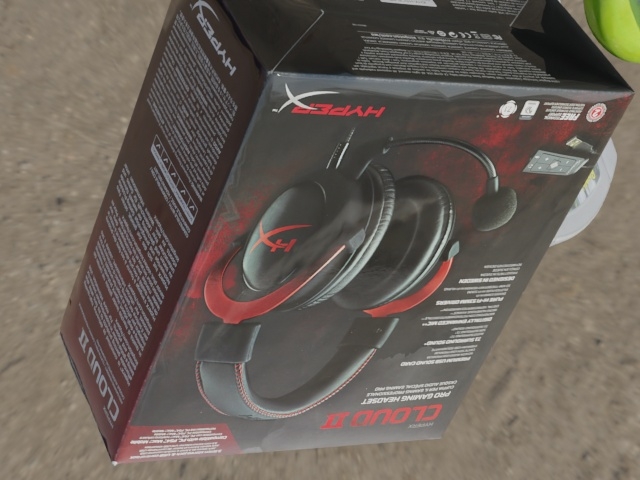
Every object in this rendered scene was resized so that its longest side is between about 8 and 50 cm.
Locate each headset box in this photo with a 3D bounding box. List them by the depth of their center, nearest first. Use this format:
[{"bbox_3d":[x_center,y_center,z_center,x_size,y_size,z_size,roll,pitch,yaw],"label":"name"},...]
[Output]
[{"bbox_3d":[0.000,0.000,0.869,0.218,0.110,0.293,1,132,-31],"label":"headset box"}]

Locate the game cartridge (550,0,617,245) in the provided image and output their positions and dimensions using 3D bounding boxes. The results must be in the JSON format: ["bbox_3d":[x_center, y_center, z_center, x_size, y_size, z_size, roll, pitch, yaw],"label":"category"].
[{"bbox_3d":[0.146,-0.095,1.189,0.060,0.294,0.196,-13,100,26],"label":"game cartridge"}]

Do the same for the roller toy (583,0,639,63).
[{"bbox_3d":[0.256,-0.175,0.932,0.209,0.146,0.191,20,102,-21],"label":"roller toy"}]
